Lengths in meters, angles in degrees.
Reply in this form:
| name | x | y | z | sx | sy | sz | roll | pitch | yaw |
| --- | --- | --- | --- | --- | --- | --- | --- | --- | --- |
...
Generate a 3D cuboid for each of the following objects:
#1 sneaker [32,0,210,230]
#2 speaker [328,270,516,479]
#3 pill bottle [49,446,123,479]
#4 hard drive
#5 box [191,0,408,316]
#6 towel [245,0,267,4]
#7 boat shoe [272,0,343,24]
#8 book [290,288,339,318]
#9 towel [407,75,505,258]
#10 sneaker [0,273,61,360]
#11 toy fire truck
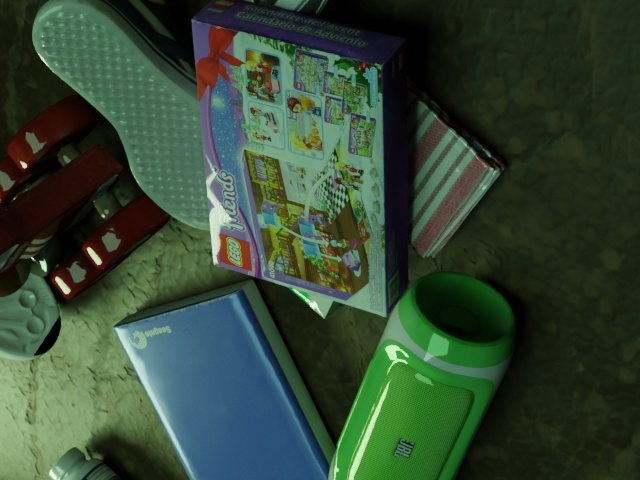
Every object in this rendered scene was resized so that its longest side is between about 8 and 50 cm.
| name | x | y | z | sx | sy | sz | roll | pitch | yaw |
| --- | --- | --- | --- | --- | --- | --- | --- | --- | --- |
| sneaker | -0.168 | -0.155 | 1.729 | 0.126 | 0.127 | 0.321 | -25 | 125 | 17 |
| speaker | 0.098 | 0.174 | 1.705 | 0.131 | 0.131 | 0.296 | 33 | 129 | 17 |
| pill bottle | -0.276 | 0.313 | 2.086 | 0.120 | 0.067 | 0.067 | 40 | 131 | 11 |
| hard drive | -0.090 | 0.212 | 1.915 | 0.210 | 0.040 | 0.319 | -17 | 104 | 40 |
| box | -0.016 | -0.079 | 1.622 | 0.201 | 0.057 | 0.293 | 16 | 131 | 22 |
| towel | -0.112 | -0.293 | 1.668 | 0.148 | 0.027 | 0.110 | 15 | 123 | 28 |
| boat shoe | -0.017 | -0.199 | 1.620 | 0.076 | 0.080 | 0.228 | 40 | 131 | -4 |
| book | 0.000 | 0.000 | 1.746 | 0.096 | 0.035 | 0.144 | 39 | 133 | 15 |
| towel | 0.074 | -0.091 | 1.646 | 0.197 | 0.029 | 0.144 | 44 | 131 | 11 |
| sneaker | -0.478 | 0.048 | 2.075 | 0.323 | 0.130 | 0.236 | 35 | 157 | -10 |
| toy fire truck | -0.325 | -0.002 | 1.806 | 0.169 | 0.254 | 0.302 | 53 | 149 | 0 |
